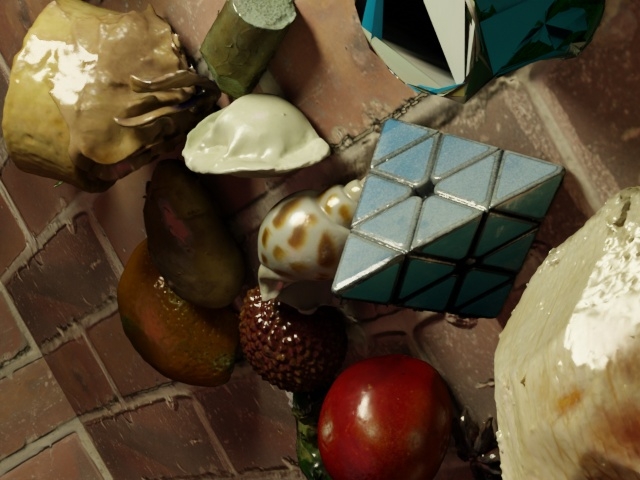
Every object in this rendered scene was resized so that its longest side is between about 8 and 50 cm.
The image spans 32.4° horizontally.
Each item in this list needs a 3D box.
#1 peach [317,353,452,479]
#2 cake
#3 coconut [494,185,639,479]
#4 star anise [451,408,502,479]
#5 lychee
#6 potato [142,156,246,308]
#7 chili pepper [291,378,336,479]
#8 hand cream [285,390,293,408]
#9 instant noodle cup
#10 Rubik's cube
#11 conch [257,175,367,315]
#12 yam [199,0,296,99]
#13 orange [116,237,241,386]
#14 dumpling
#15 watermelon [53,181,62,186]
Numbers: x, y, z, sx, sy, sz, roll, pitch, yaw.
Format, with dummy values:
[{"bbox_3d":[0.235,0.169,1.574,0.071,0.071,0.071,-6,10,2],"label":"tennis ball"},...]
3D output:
[{"bbox_3d":[0.098,0.294,1.677,0.199,0.243,0.244,11,131,16],"label":"peach"},{"bbox_3d":[-0.320,-0.222,1.840,0.321,0.332,0.332,17,137,10],"label":"cake"},{"bbox_3d":[0.349,0.158,1.008,0.415,0.344,0.416,-179,90,-80],"label":"coconut"},{"bbox_3d":[0.242,0.319,1.671,0.141,0.042,0.141,36,141,36],"label":"star anise"},{"bbox_3d":[-0.048,0.148,1.822,0.188,0.188,0.188,37,143,34],"label":"lychee"},{"bbox_3d":[-0.244,-0.010,2.028,0.191,0.141,0.296,9,120,51],"label":"potato"},{"bbox_3d":[0.020,0.333,1.973,0.148,0.116,0.265,49,150,41],"label":"chili pepper"},{"bbox_3d":[-0.028,0.255,2.032,0.084,0.053,0.142,41,130,28],"label":"hand cream"},{"bbox_3d":[0.156,-0.265,1.150,0.240,0.178,0.240,38,144,34],"label":"instant noodle cup"},{"bbox_3d":[0.156,-0.017,1.403,0.229,0.228,0.233,-59,-15,-83],"label":"Rubik's cube"},{"bbox_3d":[0.000,-0.001,1.658,0.275,0.182,0.149,-28,50,49],"label":"conch"},{"bbox_3d":[-0.122,-0.285,1.640,0.106,0.106,0.259,56,149,8],"label":"yam"},{"bbox_3d":[-0.300,0.160,2.251,0.335,0.196,0.262,57,165,-9],"label":"orange"},{"bbox_3d":[-0.103,-0.139,1.653,0.252,0.179,0.132,32,136,42],"label":"dumpling"},{"bbox_3d":[-0.547,-0.218,2.258,0.214,0.188,0.188,45,147,26],"label":"watermelon"}]
